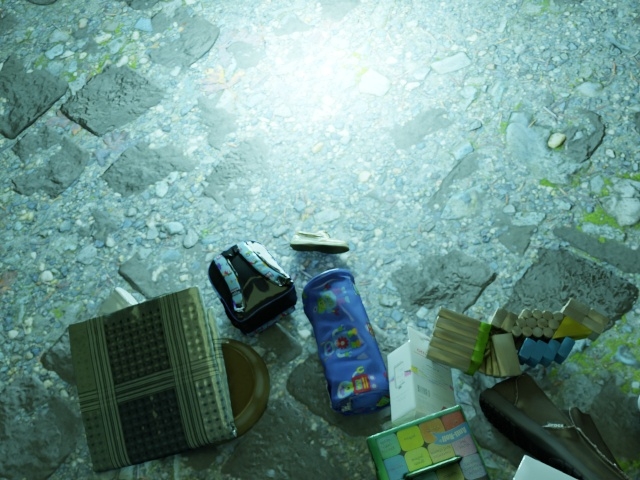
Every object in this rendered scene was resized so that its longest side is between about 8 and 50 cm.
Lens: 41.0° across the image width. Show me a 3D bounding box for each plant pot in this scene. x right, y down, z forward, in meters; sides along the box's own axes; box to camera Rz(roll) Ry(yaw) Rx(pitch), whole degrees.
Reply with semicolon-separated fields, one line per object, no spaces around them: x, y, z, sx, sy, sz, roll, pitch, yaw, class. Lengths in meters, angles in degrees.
-0.222;0.302;1.759;0.236;0.032;0.236;-4;58;7;plant pot

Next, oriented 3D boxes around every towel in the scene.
-0.342;0.276;1.728;0.312;0.056;0.324;-17;75;10;towel

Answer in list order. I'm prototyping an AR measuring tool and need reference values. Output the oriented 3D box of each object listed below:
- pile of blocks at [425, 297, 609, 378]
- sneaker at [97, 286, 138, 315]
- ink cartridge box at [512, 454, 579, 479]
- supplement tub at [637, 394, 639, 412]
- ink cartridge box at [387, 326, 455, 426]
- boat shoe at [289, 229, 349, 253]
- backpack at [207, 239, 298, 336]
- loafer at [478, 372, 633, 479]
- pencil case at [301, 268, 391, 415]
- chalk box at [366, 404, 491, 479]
0.376;0.207;1.668;0.362;0.112;0.148;-4;64;-3;pile of blocks
-0.402;0.200;1.834;0.094;0.080;0.212;-46;60;0;sneaker
0.408;0.532;1.394;0.270;0.198;0.197;23;44;20;ink cartridge box
0.679;0.375;1.480;0.191;0.191;0.272;-8;57;4;supplement tub
0.193;0.274;1.644;0.067;0.115;0.198;-41;32;33;ink cartridge box
0.000;0.000;1.898;0.135;0.050;0.045;5;65;12;boat shoe
-0.151;0.094;1.824;0.158;0.117;0.173;-33;60;-11;backpack
0.461;0.364;1.554;0.130;0.133;0.366;-42;62;-16;loafer
0.048;0.209;1.723;0.133;0.119;0.306;-24;58;10;pencil case
0.192;0.413;1.473;0.180;0.289;0.179;-18;57;-3;chalk box
